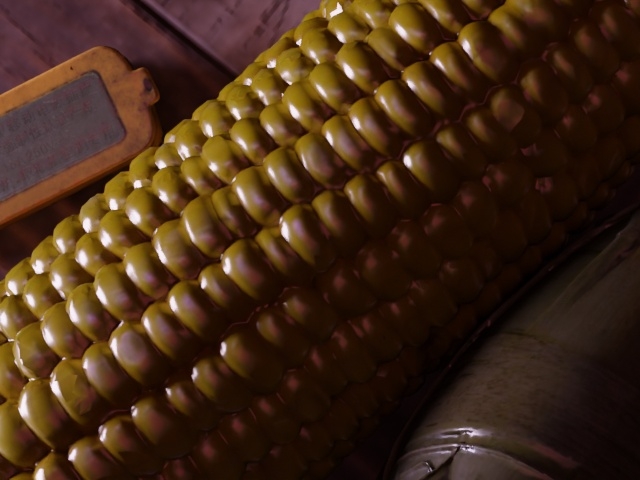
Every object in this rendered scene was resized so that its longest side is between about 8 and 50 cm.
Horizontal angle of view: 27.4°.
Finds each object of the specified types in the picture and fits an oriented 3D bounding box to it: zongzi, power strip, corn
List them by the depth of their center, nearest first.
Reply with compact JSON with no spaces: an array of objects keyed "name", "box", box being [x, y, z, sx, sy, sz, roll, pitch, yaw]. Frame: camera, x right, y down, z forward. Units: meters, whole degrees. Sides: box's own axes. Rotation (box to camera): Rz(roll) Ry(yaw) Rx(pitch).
[{"name":"corn","box":[0.000,0.000,0.481,0.387,0.144,0.144,-41,85,5]},{"name":"zongzi","box":[0.081,0.057,0.488,0.081,0.178,0.189,39,71,-3]},{"name":"power strip","box":[-0.146,-0.025,0.554,0.178,0.028,0.049,-26,86,5]}]
